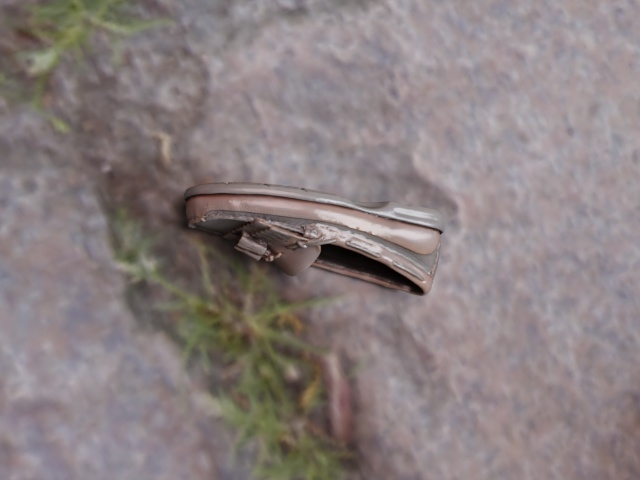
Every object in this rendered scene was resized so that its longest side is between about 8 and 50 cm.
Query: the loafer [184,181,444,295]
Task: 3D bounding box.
[{"bbox_3d":[0.000,0.000,0.614,0.125,0.045,0.039,6,81,-27],"label":"loafer"}]
